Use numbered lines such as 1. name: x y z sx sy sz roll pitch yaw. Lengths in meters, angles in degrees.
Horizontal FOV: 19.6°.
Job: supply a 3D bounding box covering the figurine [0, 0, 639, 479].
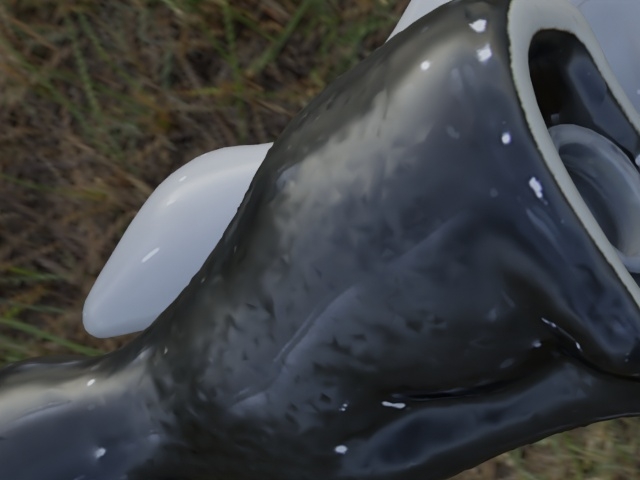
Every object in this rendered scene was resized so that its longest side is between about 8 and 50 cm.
1. figurine: 0.000 0.000 0.471 0.209 0.215 0.092 -29 103 29
